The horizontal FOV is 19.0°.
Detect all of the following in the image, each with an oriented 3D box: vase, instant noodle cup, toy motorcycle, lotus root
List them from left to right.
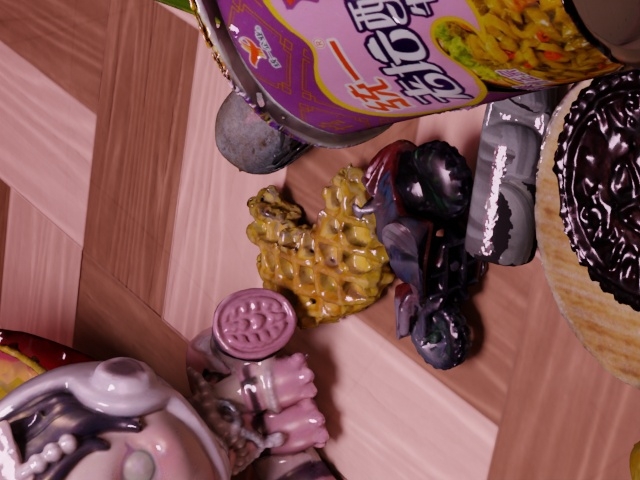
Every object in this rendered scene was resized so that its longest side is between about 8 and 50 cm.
[{"bbox_3d":[-0.038,-0.117,1.751,0.165,0.088,0.088,-41,67,40],"label":"lotus root"},{"bbox_3d":[0.082,0.005,1.618,0.122,0.082,0.213,38,137,49],"label":"toy motorcycle"},{"bbox_3d":[0.100,-0.232,1.329,0.266,0.340,0.340,1,100,39],"label":"instant noodle cup"},{"bbox_3d":[0.157,-0.087,1.512,0.060,0.060,0.211,28,117,46],"label":"vase"}]

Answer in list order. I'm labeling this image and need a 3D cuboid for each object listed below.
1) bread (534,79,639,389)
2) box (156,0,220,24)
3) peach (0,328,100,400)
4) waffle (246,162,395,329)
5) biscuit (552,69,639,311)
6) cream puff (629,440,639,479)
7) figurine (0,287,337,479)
[{"bbox_3d":[0.259,-0.014,1.411,0.267,0.040,0.267,18,114,49],"label":"bread"},{"bbox_3d":[-0.074,-0.260,1.743,0.345,0.097,0.134,25,111,48],"label":"box"},{"bbox_3d":[-0.325,0.276,2.046,0.406,0.310,0.335,20,72,29],"label":"peach"},{"bbox_3d":[-0.003,0.001,1.759,0.194,0.051,0.149,-31,76,53],"label":"waffle"},{"bbox_3d":[0.239,-0.036,1.352,0.194,0.053,0.194,19,114,50],"label":"biscuit"},{"bbox_3d":[0.326,0.231,1.301,0.282,0.185,0.282,-4,78,17],"label":"cream puff"},{"bbox_3d":[-0.164,0.210,1.776,0.211,0.361,0.253,3,118,57],"label":"figurine"}]
